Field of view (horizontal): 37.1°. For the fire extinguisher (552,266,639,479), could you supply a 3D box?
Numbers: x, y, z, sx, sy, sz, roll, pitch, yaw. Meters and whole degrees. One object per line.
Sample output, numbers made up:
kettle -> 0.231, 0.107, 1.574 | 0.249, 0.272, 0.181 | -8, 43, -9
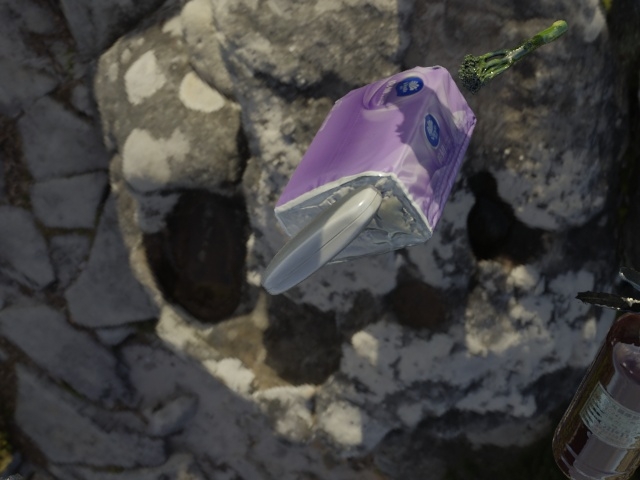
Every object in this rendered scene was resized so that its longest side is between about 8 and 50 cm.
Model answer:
fire extinguisher -> 0.223, 0.104, 0.718 | 0.099, 0.071, 0.231 | 18, 142, 13

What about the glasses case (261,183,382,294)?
glasses case -> 0.000, 0.000, 1.178 | 0.049, 0.076, 0.197 | 44, 119, -11

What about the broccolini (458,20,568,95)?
broccolini -> 0.329, -0.327, 1.643 | 0.058, 0.216, 0.067 | 33, 152, 55

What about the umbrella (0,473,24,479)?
umbrella -> -0.175, 0.193, 0.578 | 0.248, 0.071, 0.070 | 9, 126, 51

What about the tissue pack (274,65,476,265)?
tissue pack -> 0.093, -0.125, 1.570 | 0.242, 0.338, 0.160 | -17, 120, 34
